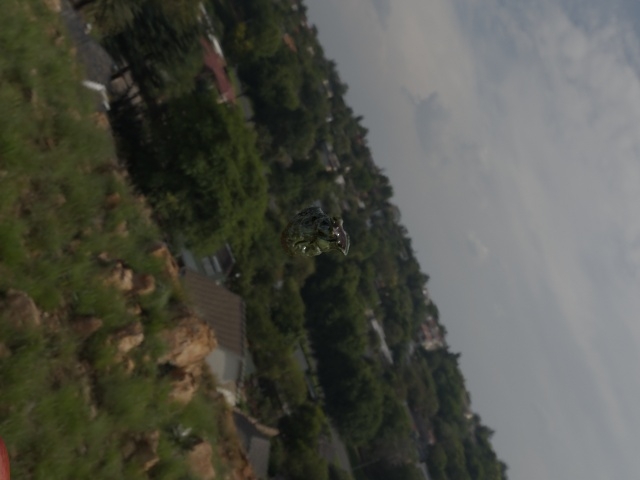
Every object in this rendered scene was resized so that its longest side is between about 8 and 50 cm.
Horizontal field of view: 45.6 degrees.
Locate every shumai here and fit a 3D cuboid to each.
[{"bbox_3d":[0.000,0.000,1.000,0.080,0.082,0.083,37,5,22],"label":"shumai"}]

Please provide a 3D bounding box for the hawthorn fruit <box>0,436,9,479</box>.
[{"bbox_3d":[-0.503,0.281,0.958,0.242,0.242,0.272,61,43,-52],"label":"hawthorn fruit"}]
